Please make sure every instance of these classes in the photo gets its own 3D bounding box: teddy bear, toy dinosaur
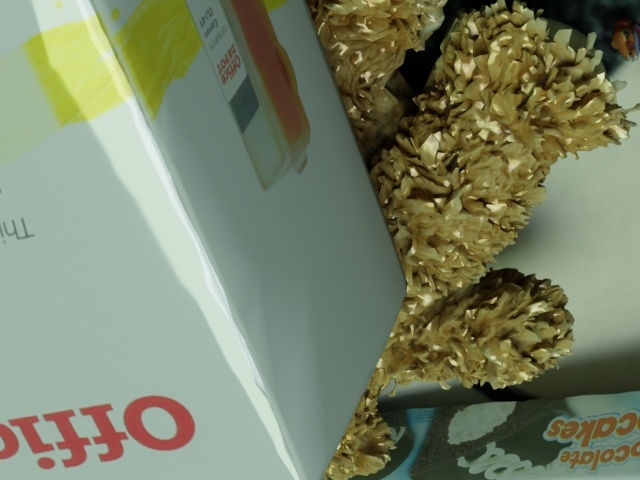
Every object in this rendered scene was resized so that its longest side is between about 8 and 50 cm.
[{"bbox_3d":[0.000,0.000,0.728,0.245,0.113,0.338,36,133,-17],"label":"teddy bear"},{"bbox_3d":[0.148,-0.058,0.678,0.082,0.047,0.090,40,145,2],"label":"toy dinosaur"}]

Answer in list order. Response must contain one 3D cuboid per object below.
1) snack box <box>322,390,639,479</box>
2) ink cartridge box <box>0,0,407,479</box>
[{"bbox_3d":[0.149,0.160,0.843,0.322,0.060,0.187,-9,132,39],"label":"snack box"},{"bbox_3d":[-0.166,-0.082,0.589,0.279,0.160,0.385,-10,115,25],"label":"ink cartridge box"}]
